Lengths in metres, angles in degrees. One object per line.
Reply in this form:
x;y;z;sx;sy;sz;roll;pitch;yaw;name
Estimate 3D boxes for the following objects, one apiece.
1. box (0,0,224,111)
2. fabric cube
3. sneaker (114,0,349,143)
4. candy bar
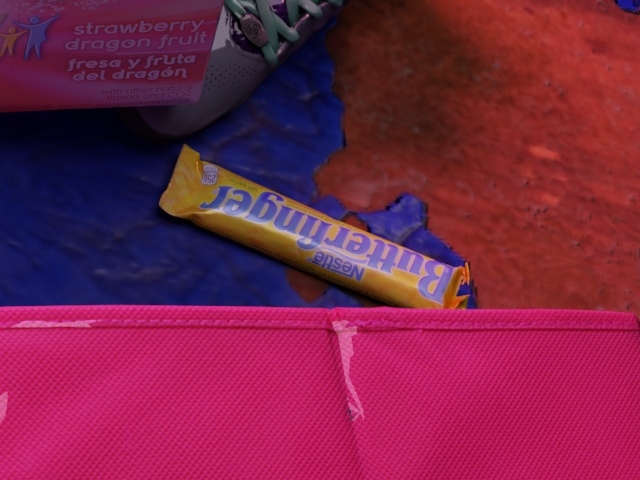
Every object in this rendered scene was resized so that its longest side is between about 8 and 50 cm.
-0.197;-0.148;0.822;0.300;0.142;0.154;-3;62;-14;box
-0.018;0.191;0.652;0.259;0.254;0.258;1;59;-26;fabric cube
-0.014;-0.135;0.942;0.083;0.098;0.223;53;56;-21;sneaker
0.000;0.000;0.934;0.161;0.018;0.040;23;53;-10;candy bar
